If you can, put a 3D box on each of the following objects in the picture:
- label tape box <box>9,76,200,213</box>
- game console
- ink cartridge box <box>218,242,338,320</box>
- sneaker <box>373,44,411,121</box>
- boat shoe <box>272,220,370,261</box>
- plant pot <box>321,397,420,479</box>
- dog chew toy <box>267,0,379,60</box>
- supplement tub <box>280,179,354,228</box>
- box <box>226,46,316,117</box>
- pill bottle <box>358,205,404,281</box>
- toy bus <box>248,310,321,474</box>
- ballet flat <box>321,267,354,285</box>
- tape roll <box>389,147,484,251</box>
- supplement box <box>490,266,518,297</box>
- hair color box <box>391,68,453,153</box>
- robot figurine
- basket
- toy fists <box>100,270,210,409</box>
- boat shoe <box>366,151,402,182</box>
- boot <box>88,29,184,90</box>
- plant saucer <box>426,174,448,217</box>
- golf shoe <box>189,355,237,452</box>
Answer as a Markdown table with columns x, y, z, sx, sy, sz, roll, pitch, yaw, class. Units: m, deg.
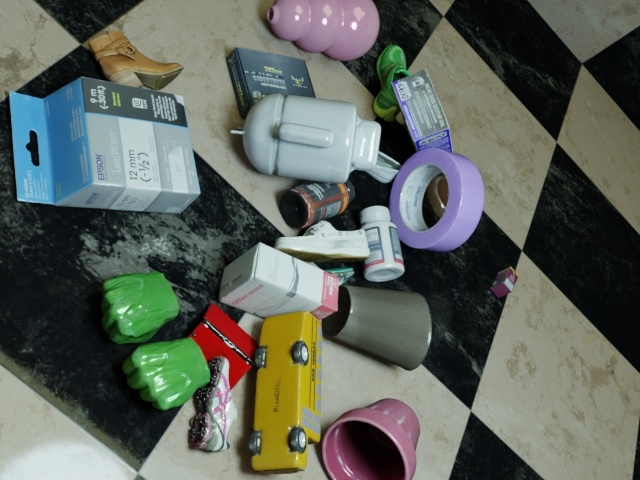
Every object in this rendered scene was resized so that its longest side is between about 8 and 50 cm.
| x | y | z | sx | sy | sz | roll | pitch | yaw | class |
| --- | --- | --- | --- | --- | --- | --- | --- | --- | --- |
| -0.442 | -0.198 | 1.451 | 0.348 | 0.115 | 0.249 | 4 | 65 | -40 | label tape box |
| -0.213 | 0.225 | 1.480 | 0.144 | 0.085 | 0.124 | 44 | 78 | -12 | game console |
| -0.091 | 0.107 | 1.541 | 0.218 | 0.158 | 0.092 | 23 | 53 | -29 | ink cartridge box |
| 0.240 | -0.496 | 2.163 | 0.109 | 0.123 | 0.295 | 26 | 52 | -26 | sneaker |
| 0.000 | 0.000 | 1.706 | 0.277 | 0.098 | 0.096 | 3 | 77 | -39 | boat shoe |
| 0.129 | 0.442 | 1.536 | 0.201 | 0.201 | 0.180 | 59 | 30 | 2 | plant pot |
| 0.003 | -0.624 | 1.997 | 0.332 | 0.206 | 0.206 | -4 | 70 | -32 | dog chew toy |
| 0.000 | -0.102 | 1.767 | 0.198 | 0.106 | 0.106 | -22 | 82 | -44 | supplement tub |
| -0.122 | -0.408 | 1.862 | 0.233 | 0.059 | 0.183 | 0 | 66 | -40 | box |
| 0.154 | 0.007 | 1.833 | 0.108 | 0.108 | 0.180 | 11 | 61 | -35 | pill bottle |
| -0.066 | 0.316 | 1.464 | 0.130 | 0.108 | 0.332 | 49 | 36 | -53 | toy bus |
| 0.004 | 0.099 | 1.703 | 0.188 | 0.070 | 0.070 | 0 | 68 | -38 | ballet flat |
| 0.311 | -0.109 | 1.907 | 0.090 | 0.275 | 0.274 | 8 | 62 | -37 | tape roll |
| 0.564 | 0.127 | 2.142 | 0.043 | 0.055 | 0.083 | 48 | 47 | -9 | supplement box |
| 0.302 | -0.331 | 2.016 | 0.339 | 0.110 | 0.185 | 42 | 28 | -74 | hair color box |
| -0.035 | -0.248 | 1.702 | 0.353 | 0.300 | 0.199 | 7 | 91 | 0 | robot figurine |
| 0.131 | 0.196 | 1.690 | 0.227 | 0.154 | 0.204 | 17 | 56 | -28 | basket |
| -0.332 | 0.191 | 1.347 | 0.142 | 0.096 | 0.279 | -14 | 75 | -53 | toy fists |
| 0.131 | -0.238 | 1.968 | 0.226 | 0.076 | 0.083 | 20 | 56 | -30 | boat shoe |
| -0.422 | -0.420 | 1.618 | 0.152 | 0.073 | 0.197 | 54 | 43 | 2 | boot |
| 0.399 | -0.132 | 2.165 | 0.168 | 0.029 | 0.168 | 18 | 57 | -31 | plant saucer |
| -0.205 | 0.326 | 1.399 | 0.086 | 0.067 | 0.186 | 24 | 64 | -37 | golf shoe |
